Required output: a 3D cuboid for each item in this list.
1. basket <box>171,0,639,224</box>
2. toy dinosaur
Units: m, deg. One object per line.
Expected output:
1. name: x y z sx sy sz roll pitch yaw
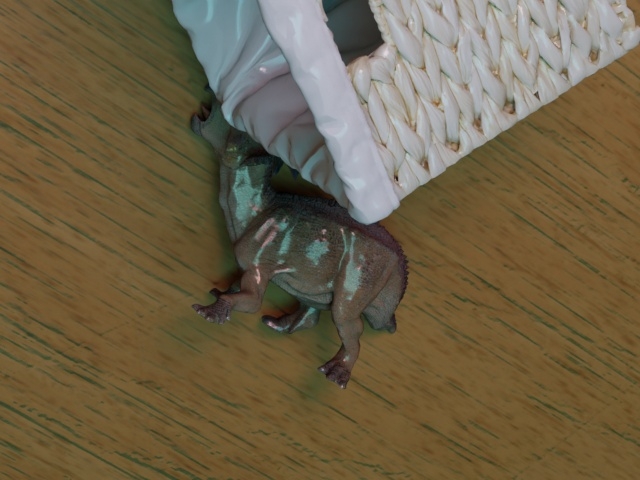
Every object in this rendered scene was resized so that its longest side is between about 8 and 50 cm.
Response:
1. basket: 0.022 -0.247 1.437 0.266 0.331 0.328 -30 119 -12
2. toy dinosaur: 0.000 0.000 1.672 0.296 0.127 0.200 30 98 -29
